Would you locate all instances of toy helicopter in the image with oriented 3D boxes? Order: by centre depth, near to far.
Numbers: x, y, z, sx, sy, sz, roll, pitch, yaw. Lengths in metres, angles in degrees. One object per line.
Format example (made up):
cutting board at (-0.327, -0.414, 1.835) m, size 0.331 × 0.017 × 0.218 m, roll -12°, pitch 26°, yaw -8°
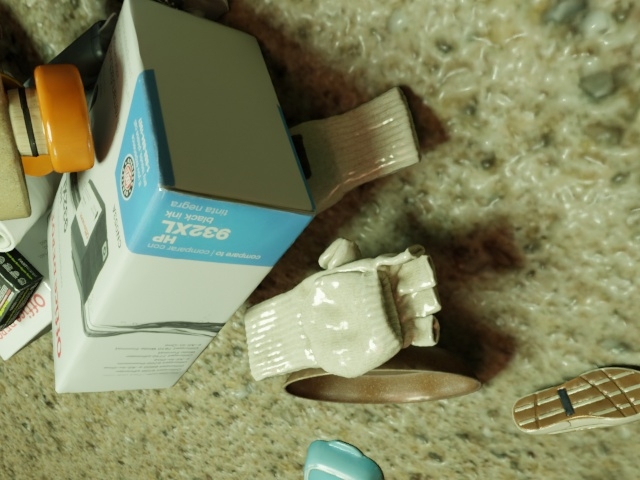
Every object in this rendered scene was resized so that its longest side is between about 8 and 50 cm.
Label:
toy helicopter at (-0.303, -0.191, 0.496) m, size 0.235 × 0.140 × 0.356 m, roll 161°, pitch 97°, yaw -67°

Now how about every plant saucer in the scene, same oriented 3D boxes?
plant saucer at (0.061, 0.135, 0.573) m, size 0.198 × 0.036 × 0.199 m, roll 0°, pitch 157°, yaw 0°

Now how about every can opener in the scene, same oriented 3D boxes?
can opener at (-0.208, -0.210, 0.574) m, size 0.283 × 0.076 × 0.095 m, roll -17°, pitch 76°, yaw 35°

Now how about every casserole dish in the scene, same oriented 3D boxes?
casserole dish at (0.026, 0.355, 0.775) m, size 0.114 × 0.037 × 0.189 m, roll 13°, pitch 122°, yaw 22°

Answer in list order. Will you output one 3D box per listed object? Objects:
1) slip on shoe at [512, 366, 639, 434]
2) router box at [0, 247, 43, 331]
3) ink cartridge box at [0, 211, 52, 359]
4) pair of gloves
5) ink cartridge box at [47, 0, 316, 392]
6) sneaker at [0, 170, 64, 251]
slip on shoe at (0.253, 0.157, 0.535) m, size 0.135 × 0.052 × 0.041 m, roll -29°, pitch 140°, yaw 29°
router box at (-0.390, 0.048, 0.664) m, size 0.092 × 0.038 × 0.122 m, roll 47°, pitch 126°, yaw -3°
ink cartridge box at (-0.434, -0.020, 0.755) m, size 0.226 × 0.131 × 0.306 m, roll -32°, pitch 97°, yaw 37°
pair of gloves at (0.000, 0.000, 0.500) m, size 0.204 × 0.042 × 0.240 m, roll -14°, pitch 74°, yaw 33°
ink cartridge box at (-0.158, -0.023, 0.534) m, size 0.307 × 0.128 × 0.223 m, roll -49°, pitch 48°, yaw 39°
sneaker at (-0.408, -0.114, 0.578) m, size 0.108 × 0.169 × 0.292 m, roll -31°, pitch 119°, yaw 36°
